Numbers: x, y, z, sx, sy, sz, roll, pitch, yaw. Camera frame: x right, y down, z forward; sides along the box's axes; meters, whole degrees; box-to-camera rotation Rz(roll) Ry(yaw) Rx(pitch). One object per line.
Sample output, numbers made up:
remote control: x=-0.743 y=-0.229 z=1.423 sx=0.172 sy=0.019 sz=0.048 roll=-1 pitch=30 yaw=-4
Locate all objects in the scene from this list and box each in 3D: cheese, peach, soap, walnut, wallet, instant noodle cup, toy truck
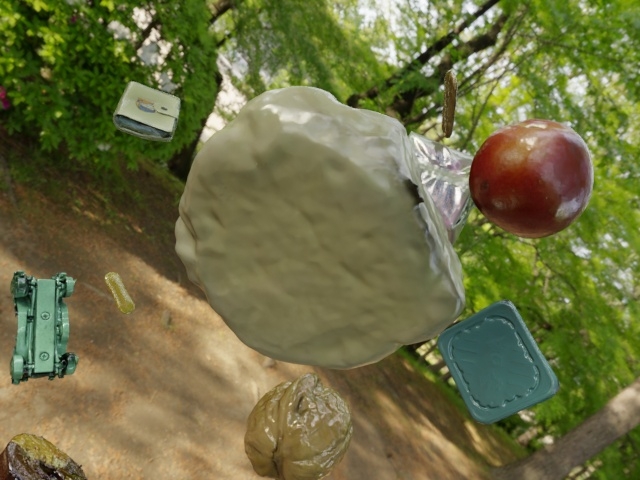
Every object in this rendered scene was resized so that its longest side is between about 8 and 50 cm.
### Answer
cheese: x=0.000 y=0.000 z=0.578 sx=0.327 sy=0.317 sz=0.115 roll=17 pitch=33 yaw=6
peach: x=0.407 y=-0.114 z=1.029 sx=0.243 sy=0.243 sz=0.199 roll=48 pitch=3 yaw=-22
soap: x=-0.387 y=0.101 z=1.022 sx=0.034 sy=0.012 sz=0.089 roll=-23 pitch=82 yaw=-51
walnut: x=-0.043 y=0.411 z=1.168 sx=0.257 sy=0.225 sz=0.256 roll=4 pitch=90 yaw=-70
wallet: x=-0.326 y=-0.243 z=1.006 sx=0.111 sy=0.039 sz=0.155 roll=16 pitch=34 yaw=-19
soap: x=0.243 y=-0.107 z=1.178 sx=0.200 sy=0.182 sz=0.138 roll=28 pitch=-18 yaw=18
instant noodle cup: x=0.309 y=0.214 z=0.929 sx=0.070 sy=0.157 sz=0.179 roll=26 pitch=36 yaw=-56
toy truck: x=-0.390 y=0.121 z=0.737 sx=0.080 sy=0.078 sz=0.154 roll=5 pitch=64 yaw=-39

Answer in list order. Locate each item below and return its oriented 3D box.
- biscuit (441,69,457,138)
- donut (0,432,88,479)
biscuit: x=0.271 y=-0.287 z=1.119 sx=0.071 sy=0.019 sz=0.147 roll=-92 pitch=180 yaw=-56
donut: x=-0.479 y=0.419 z=0.907 sx=0.184 sy=0.073 sz=0.166 roll=46 pitch=-6 yaw=-17
